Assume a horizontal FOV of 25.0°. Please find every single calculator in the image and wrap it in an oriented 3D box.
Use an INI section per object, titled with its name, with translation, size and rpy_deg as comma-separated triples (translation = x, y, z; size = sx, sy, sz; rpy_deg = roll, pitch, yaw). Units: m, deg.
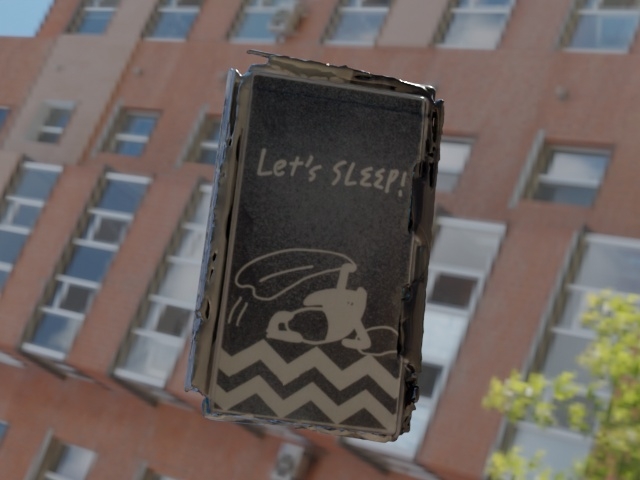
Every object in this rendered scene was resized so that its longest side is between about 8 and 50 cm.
[calculator]
translation = 0.000, 0.000, 1.026
size = 0.166, 0.028, 0.274
rpy_deg = 10, -108, -8
